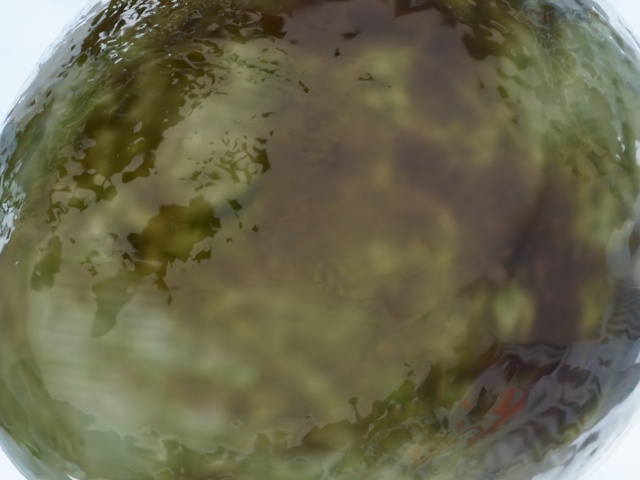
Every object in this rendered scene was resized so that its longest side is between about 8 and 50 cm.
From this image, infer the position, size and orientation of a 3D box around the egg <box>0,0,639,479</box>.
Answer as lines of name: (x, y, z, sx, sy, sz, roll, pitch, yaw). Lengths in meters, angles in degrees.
egg: (0.000, 0.000, 0.602, 0.238, 0.289, 0.238, 9, -75, 34)
